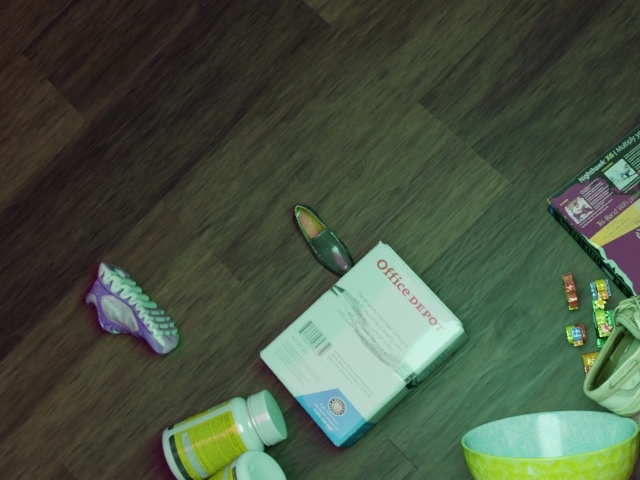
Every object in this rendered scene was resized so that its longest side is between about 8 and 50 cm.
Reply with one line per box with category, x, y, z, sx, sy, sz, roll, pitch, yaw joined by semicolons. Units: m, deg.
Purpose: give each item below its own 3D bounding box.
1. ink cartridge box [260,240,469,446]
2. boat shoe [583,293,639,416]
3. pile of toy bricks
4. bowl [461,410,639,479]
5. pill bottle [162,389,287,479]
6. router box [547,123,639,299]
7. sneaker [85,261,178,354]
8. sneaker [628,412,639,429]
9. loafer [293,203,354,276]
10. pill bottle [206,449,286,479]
ink cartridge box;0.084;0.191;1.815;0.307;0.129;0.223;-43;71;1
boat shoe;0.536;0.141;1.644;0.098;0.109;0.302;30;91;-23
pile of toy bricks;0.489;0.151;1.737;0.118;0.105;0.212;-13;74;11
bowl;0.381;0.388;1.632;0.290;0.289;0.155;-7;92;12
pill bottle;-0.176;0.362;1.844;0.209;0.119;0.119;-25;72;7
router box;0.600;-0.071;1.775;0.309;0.081;0.243;-39;72;3
sneaker;-0.378;0.152;1.964;0.236;0.095;0.104;43;96;24
sneaker;0.668;0.218;1.680;0.350;0.148;0.131;-28;95;29
loafer;0.000;0.000;1.916;0.062;0.061;0.170;-42;72;0
pill bottle;-0.167;0.476;1.794;0.215;0.117;0.117;-40;70;26
